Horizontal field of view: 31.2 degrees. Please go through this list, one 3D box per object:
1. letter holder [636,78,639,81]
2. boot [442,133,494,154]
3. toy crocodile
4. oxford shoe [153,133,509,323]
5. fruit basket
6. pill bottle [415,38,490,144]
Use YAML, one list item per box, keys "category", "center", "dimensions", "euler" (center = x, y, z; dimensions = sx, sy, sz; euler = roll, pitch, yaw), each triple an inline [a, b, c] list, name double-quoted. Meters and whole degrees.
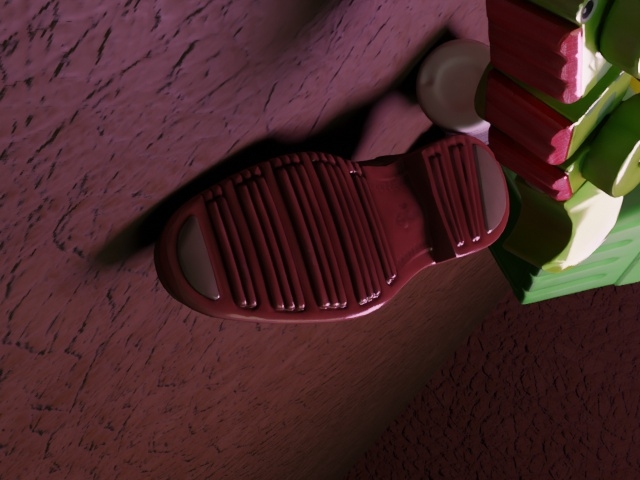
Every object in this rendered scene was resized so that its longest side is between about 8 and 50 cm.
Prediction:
- category: "letter holder"
  center: [0.272, -0.257, 0.730]
  dimensions: [0.302, 0.214, 0.152]
  euler: [-48, 167, 8]
- category: "boot"
  center: [0.174, -0.136, 1.150]
  dimensions: [0.219, 0.082, 0.106]
  euler: [-54, -173, 16]
- category: "toy crocodile"
  center: [0.138, -0.096, 0.659]
  dimensions: [0.105, 0.115, 0.340]
  euler: [-47, 155, -14]
- category: "oxford shoe"
  center: [0.000, 0.000, 0.875]
  dimensions: [0.348, 0.122, 0.130]
  euler: [-11, 177, -45]
- category: "fruit basket"
  center: [0.371, -0.116, 1.416]
  dimensions: [0.392, 0.282, 0.392]
  euler: [-26, 165, -8]
- category: "pill bottle"
  center: [0.132, -0.124, 0.993]
  dimensions: [0.078, 0.078, 0.137]
  euler: [-48, 166, 9]
